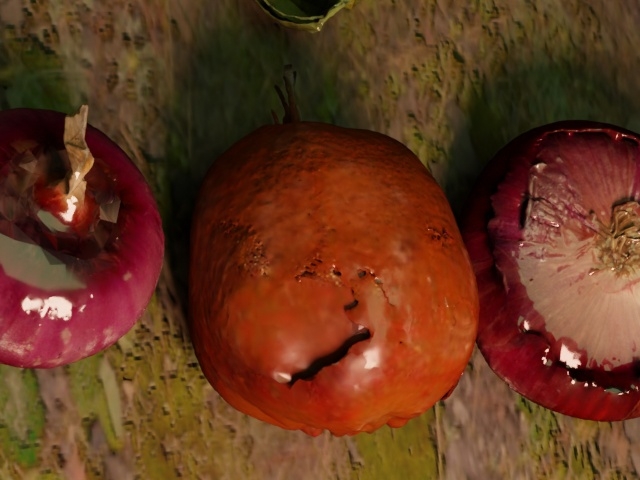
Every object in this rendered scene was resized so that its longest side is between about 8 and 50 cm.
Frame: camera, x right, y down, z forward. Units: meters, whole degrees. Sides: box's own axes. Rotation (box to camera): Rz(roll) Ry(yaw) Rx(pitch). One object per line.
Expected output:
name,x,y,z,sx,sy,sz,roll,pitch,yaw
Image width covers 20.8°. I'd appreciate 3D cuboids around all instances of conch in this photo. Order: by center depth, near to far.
conch,-0.009,-0.199,1.349,0.121,0.074,0.089,10,38,-8

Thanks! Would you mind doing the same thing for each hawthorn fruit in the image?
hawthorn fruit,0.000,0.000,1.249,0.211,0.211,0.299,2,66,-30

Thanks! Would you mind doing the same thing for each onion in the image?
onion,-0.189,-0.002,1.159,0.177,0.153,0.177,-3,95,-34
onion,0.214,0.027,1.386,0.248,0.161,0.248,14,62,-27
